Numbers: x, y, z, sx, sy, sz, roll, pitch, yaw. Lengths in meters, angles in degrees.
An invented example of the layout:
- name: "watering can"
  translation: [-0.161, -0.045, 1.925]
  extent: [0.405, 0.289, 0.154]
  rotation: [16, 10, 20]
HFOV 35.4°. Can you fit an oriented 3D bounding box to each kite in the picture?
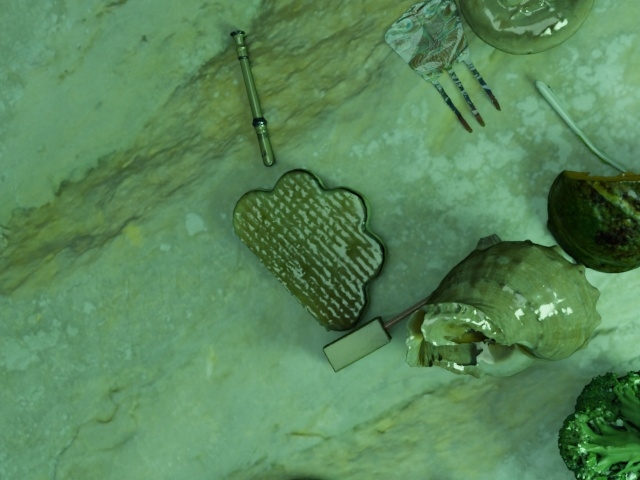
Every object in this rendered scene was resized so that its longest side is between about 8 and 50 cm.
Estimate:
- name: "kite"
  translation: [0.208, -0.284, 1.605]
  extent: [0.127, 0.016, 0.229]
  rotation: [-36, 82, 14]

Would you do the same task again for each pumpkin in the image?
- name: "pumpkin"
  translation: [0.476, -0.023, 1.485]
  extent: [0.278, 0.111, 0.163]
  rotation: [-2, 101, 14]

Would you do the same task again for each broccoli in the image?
- name: "broccoli"
  translation: [0.474, 0.303, 1.418]
  extent: [0.269, 0.270, 0.270]
  rotation: [2, 67, -5]

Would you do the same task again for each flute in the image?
- name: "flute"
  translation: [-0.111, -0.236, 1.672]
  extent: [0.027, 0.027, 0.233]
  rotation: [-15, 87, 12]

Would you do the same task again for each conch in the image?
- name: "conch"
  translation: [0.252, 0.107, 1.494]
  extent: [0.263, 0.324, 0.186]
  rotation: [-59, 33, 39]

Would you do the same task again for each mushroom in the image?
- name: "mushroom"
  translation: [0.306, -0.387, 1.482]
  extent: [0.207, 0.215, 0.207]
  rotation: [-1, 83, 8]

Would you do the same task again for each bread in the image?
- name: "bread"
  translation: [0.000, 0.000, 1.630]
  extent: [0.207, 0.056, 0.286]
  rotation: [-42, 81, 13]

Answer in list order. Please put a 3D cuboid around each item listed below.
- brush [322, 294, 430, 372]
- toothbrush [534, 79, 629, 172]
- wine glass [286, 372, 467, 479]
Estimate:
- name: "brush"
  translation: [0.116, 0.131, 1.586]
  extent: [0.233, 0.103, 0.047]
  rotation: [-30, 85, 2]
- name: "toothbrush"
  translation: [0.422, -0.151, 1.551]
  extent: [0.026, 0.022, 0.263]
  rotation: [-39, 83, 7]
- name: "wine glass"
  translation: [0.086, 0.349, 1.617]
  extent: [0.309, 0.096, 0.264]
  rotation: [-1, 72, 14]
